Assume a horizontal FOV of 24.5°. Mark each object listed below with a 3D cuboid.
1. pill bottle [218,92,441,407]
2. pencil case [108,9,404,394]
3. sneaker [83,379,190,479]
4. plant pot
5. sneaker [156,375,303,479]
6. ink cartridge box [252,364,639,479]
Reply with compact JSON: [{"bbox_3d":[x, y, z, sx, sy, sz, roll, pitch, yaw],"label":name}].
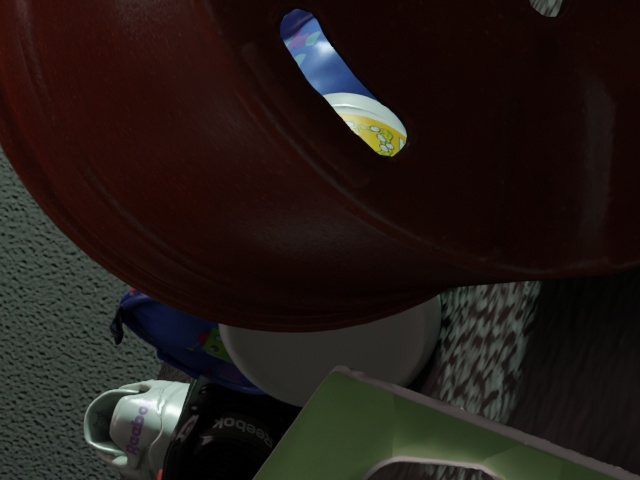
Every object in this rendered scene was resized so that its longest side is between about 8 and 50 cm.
[{"bbox_3d":[0.009,-0.005,0.844,0.208,0.118,0.117,-82,14,-61],"label":"pill bottle"},{"bbox_3d":[-0.027,-0.033,1.027,0.133,0.119,0.306,-32,27,55],"label":"pencil case"},{"bbox_3d":[-0.129,0.161,1.296,0.305,0.152,0.114,138,149,-78],"label":"sneaker"},{"bbox_3d":[0.027,-0.095,0.490,0.265,0.272,0.272,-176,106,-74],"label":"plant pot"},{"bbox_3d":[-0.051,0.113,1.062,0.135,0.098,0.276,135,152,-74],"label":"sneaker"},{"bbox_3d":[0.001,0.160,0.419,0.171,0.056,0.235,16,60,49],"label":"ink cartridge box"}]
